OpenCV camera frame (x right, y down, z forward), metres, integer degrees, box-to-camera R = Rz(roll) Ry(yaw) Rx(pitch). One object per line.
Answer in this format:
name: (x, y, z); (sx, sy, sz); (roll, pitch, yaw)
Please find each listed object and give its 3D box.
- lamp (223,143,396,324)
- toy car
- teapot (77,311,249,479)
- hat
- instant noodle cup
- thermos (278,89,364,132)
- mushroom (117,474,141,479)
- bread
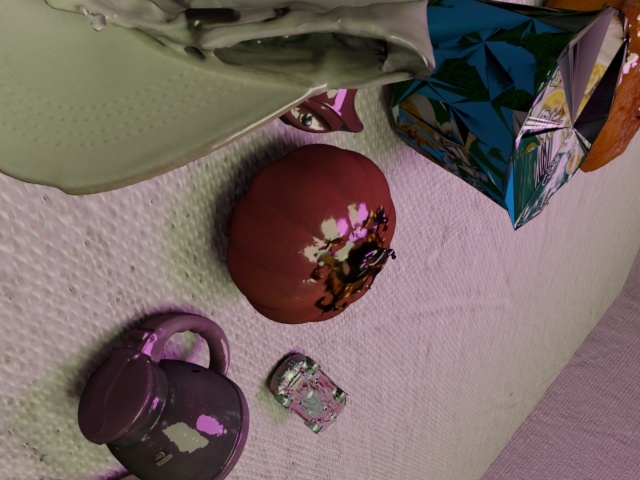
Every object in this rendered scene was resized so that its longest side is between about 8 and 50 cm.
lamp: (0.000, 0.000, 0.561); (0.182, 0.140, 0.182); (-32, 142, -29)
toy car: (-0.017, 0.202, 0.783); (0.069, 0.055, 0.142); (-50, 133, -15)
teapot: (-0.133, 0.145, 0.530); (0.148, 0.116, 0.146); (-50, 137, -6)
hat: (-0.096, -0.167, 0.316); (0.301, 0.168, 0.258); (-32, 121, 2)
instant noodle cup: (0.197, -0.160, 0.656); (0.240, 0.178, 0.240); (-33, 140, -34)
thermos: (0.032, -0.240, 0.432); (0.136, 0.109, 0.330); (-1, 117, -54)
mushroom: (-0.197, 0.266, 0.584); (0.209, 0.071, 0.084); (-2, 86, -56)
bread: (0.420, -0.264, 0.889); (0.312, 0.172, 0.312); (-35, 139, -38)
